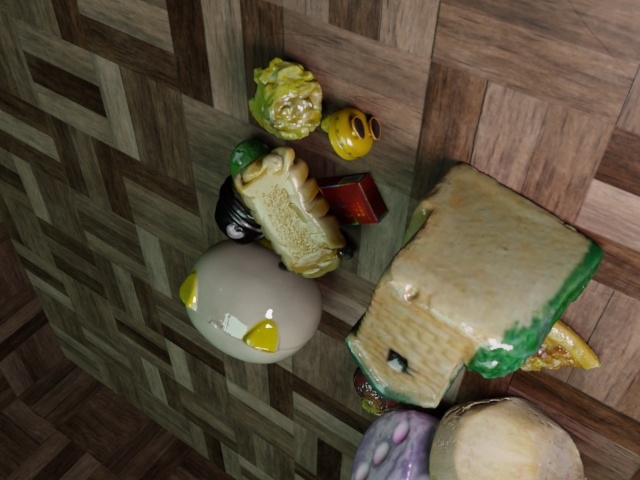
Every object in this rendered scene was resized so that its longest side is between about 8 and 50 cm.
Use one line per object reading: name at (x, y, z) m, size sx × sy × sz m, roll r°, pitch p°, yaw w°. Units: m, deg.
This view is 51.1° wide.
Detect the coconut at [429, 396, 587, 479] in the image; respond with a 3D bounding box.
coconut at (0.428, 0.545, 1.602) m, size 0.352 × 0.352 × 0.352 m, roll 26°, pitch 141°, yaw 23°

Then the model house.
model house at (0.259, 0.123, 1.266) m, size 0.334 × 0.382 × 0.343 m, roll 35°, pitch 139°, yaw 16°

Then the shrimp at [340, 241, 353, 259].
shrimp at (-0.001, 0.001, 1.677) m, size 0.190 × 0.075 × 0.073 m, roll 17°, pitch 169°, yaw 23°

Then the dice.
dice at (0.264, 0.641, 1.842) m, size 0.270 × 0.271 × 0.270 m, roll 35°, pitch 150°, yaw -19°

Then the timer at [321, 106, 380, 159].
timer at (0.053, -0.216, 1.362) m, size 0.109 × 0.107 × 0.107 m, roll -14°, pitch 116°, yaw 40°

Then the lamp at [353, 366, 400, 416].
lamp at (0.160, 0.413, 1.879) m, size 0.157 × 0.135 × 0.156 m, roll 44°, pitch 145°, yaw 4°

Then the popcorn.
popcorn at (-0.073, -0.296, 1.395) m, size 0.173 × 0.142 × 0.173 m, roll 52°, pitch 168°, yaw 16°

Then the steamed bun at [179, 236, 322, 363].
steamed bun at (-0.178, 0.157, 1.785) m, size 0.374 × 0.334 × 0.334 m, roll 26°, pitch 141°, yaw 19°

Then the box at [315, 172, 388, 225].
box at (0.058, -0.091, 1.536) m, size 0.175 × 0.048 × 0.112 m, roll -3°, pitch 124°, yaw 46°

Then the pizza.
pizza at (0.455, 0.222, 1.457) m, size 0.292 × 0.058 × 0.197 m, roll 30°, pitch 143°, yaw 19°

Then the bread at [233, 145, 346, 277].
bread at (-0.060, -0.059, 1.523) m, size 0.173 × 0.121 × 0.311 m, roll -21°, pitch 110°, yaw 23°

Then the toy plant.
toy plant at (-0.159, -0.114, 1.645) m, size 0.218 × 0.175 × 0.235 m, roll 40°, pitch 118°, yaw -6°
